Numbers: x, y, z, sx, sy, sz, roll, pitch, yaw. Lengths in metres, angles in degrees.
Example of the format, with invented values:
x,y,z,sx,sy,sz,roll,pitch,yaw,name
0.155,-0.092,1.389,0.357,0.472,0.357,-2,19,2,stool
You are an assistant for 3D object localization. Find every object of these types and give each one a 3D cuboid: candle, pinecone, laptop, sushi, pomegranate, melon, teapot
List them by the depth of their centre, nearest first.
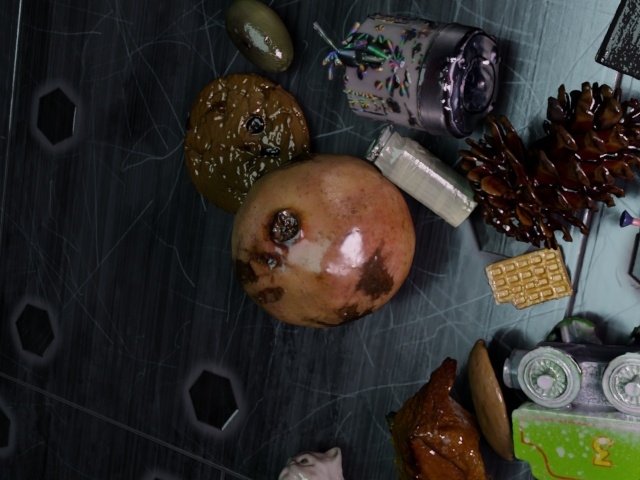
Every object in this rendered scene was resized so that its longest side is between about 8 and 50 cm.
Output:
x,y,z,sx,sy,sz,roll,pitch,yaw,name
0.360,-0.127,1.470,0.292,0.246,0.246,-36,77,12,pinecone
0.516,-0.341,1.475,0.135,0.016,0.197,29,109,26,laptop
0.125,-0.288,1.617,0.330,0.187,0.188,17,104,30,candle
0.173,-0.118,1.636,0.200,0.107,0.077,35,116,-8,teapot
0.199,0.358,1.660,0.166,0.179,0.296,-17,115,10,sushi
0.000,0.000,1.672,0.322,0.322,0.322,4,97,30,pomegranate
-0.111,-0.380,1.794,0.162,0.099,0.099,49,116,11,melon

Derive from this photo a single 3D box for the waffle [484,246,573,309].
x,y,z,sx,sy,sz,roll,pitch,yaw,name
0.347,0.067,1.616,0.135,0.021,0.092,-22,84,30,waffle

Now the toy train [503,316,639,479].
x,y,z,sx,sy,sz,roll,pitch,yaw,name
0.445,0.258,1.503,0.307,0.173,0.249,2,105,30,toy train

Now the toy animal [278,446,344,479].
x,y,z,sx,sy,sz,roll,pitch,yaw,name
0.060,0.482,1.765,0.307,0.188,0.266,-33,107,33,toy animal

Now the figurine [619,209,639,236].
x,y,z,sx,sy,sz,roll,pitch,yaw,name
0.534,0.019,1.448,0.102,0.111,0.195,-11,97,70,figurine

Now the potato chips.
x,y,z,sx,sy,sz,roll,pitch,yaw,name
0.279,0.270,1.609,0.049,0.150,0.202,-16,102,5,potato chips

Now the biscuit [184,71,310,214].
x,y,z,sx,sy,sz,roll,pitch,yaw,name
-0.150,-0.182,1.853,0.295,0.075,0.296,3,97,31,biscuit
